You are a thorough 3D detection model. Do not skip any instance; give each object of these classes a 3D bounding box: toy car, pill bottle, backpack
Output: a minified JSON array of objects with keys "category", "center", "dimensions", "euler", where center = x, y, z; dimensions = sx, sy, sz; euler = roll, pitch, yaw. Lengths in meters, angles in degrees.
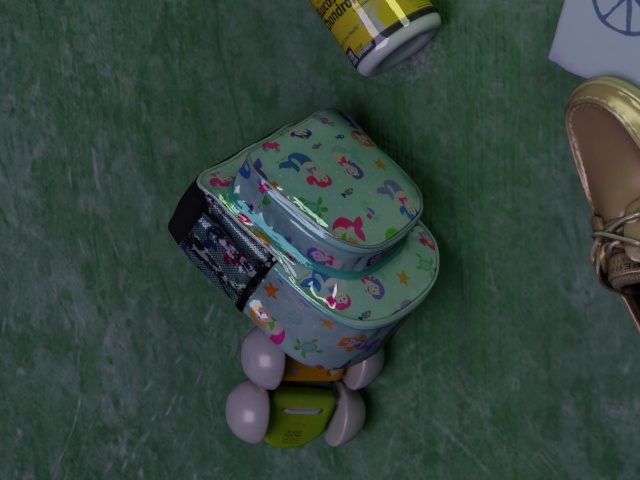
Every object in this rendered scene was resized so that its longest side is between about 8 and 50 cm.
[{"category":"toy car","center":[-0.027,0.144,2.066],"dimensions":[0.136,0.159,0.182],"euler":[-120,39,-52]},{"category":"pill bottle","center":[0.036,-0.268,1.887],"dimensions":[0.103,0.103,0.184],"euler":[-40,80,39]},{"category":"backpack","center":[0.000,0.000,1.930],"dimensions":[0.253,0.225,0.191],"euler":[50,133,8]}]

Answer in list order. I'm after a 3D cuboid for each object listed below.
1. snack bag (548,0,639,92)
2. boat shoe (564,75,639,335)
[{"category":"snack bag","center":[0.391,-0.248,1.669],"dimensions":[0.342,0.037,0.323],"euler":[29,121,27]},{"category":"boat shoe","center":[0.320,0.005,1.746],"dimensions":[0.121,0.110,0.341],"euler":[-32,86,54]}]
